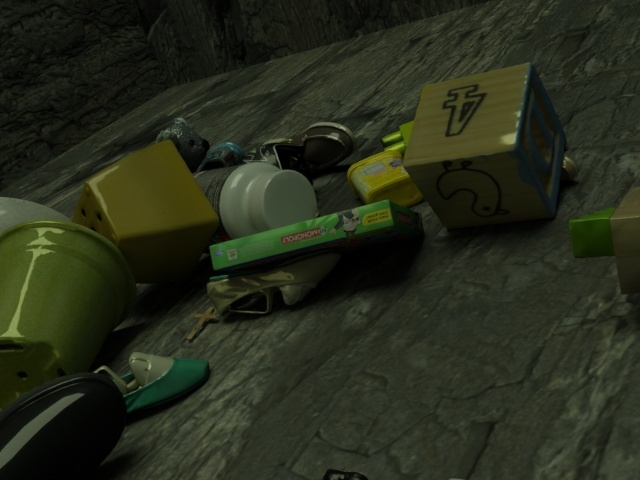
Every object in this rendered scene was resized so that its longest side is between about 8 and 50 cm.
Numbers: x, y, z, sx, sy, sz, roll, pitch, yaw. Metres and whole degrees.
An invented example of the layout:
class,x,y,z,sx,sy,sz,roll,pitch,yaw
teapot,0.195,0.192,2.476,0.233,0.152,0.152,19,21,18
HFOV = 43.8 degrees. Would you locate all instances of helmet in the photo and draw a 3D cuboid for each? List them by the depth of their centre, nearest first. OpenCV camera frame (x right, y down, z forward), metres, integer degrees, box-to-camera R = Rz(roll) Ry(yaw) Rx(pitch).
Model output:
class,x,y,z,sx,sy,sz,roll,pitch,yaw
helmet,-0.104,-0.137,1.760,0.161,0.170,0.169,-17,15,-38

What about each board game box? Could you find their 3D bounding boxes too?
class,x,y,z,sx,sy,sz,roll,pitch,yaw
board game box,0.000,0.000,1.366,0.317,0.046,0.213,-14,-8,19

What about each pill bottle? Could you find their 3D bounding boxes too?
class,x,y,z,sx,sy,sz,roll,pitch,yaw
pill bottle,-0.155,-0.063,1.583,0.176,0.176,0.318,-38,21,-34

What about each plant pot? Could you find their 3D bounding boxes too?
class,x,y,z,sx,sy,sz,roll,pitch,yaw
plant pot,-0.475,0.148,1.358,0.275,0.276,0.254,-17,34,12
plant pot,-0.352,-0.038,1.531,0.187,0.212,0.212,-16,-25,-39

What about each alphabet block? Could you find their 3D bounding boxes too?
class,x,y,z,sx,sy,sz,roll,pitch,yaw
alphabet block,0.280,-0.154,1.339,0.197,0.192,0.194,-7,49,35

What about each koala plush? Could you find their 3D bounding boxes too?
class,x,y,z,sx,sy,sz,roll,pitch,yaw
koala plush,-0.344,-0.198,2.039,0.203,0.221,0.196,-15,23,17

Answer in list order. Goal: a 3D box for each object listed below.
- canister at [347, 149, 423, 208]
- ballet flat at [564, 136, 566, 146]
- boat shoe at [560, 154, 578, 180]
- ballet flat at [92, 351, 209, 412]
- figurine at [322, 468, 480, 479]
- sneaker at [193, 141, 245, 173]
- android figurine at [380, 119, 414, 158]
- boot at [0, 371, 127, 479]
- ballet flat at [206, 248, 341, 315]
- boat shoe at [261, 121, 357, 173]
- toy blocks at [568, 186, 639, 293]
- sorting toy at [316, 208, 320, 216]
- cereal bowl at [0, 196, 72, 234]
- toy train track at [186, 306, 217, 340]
class,x,y,z,sx,sy,sz,roll,pitch,yaw
canister,0.131,-0.115,1.613,0.126,0.073,0.170,-22,23,-1
ballet flat,0.371,-0.188,1.566,0.213,0.068,0.072,-12,24,22
boat shoe,0.380,-0.122,1.428,0.059,0.063,0.170,-45,29,-21
ballet flat,-0.291,0.221,1.205,0.247,0.087,0.083,-25,22,-9
figurine,0.062,0.314,0.689,0.214,0.092,0.209,-6,34,32
sneaker,-0.277,-0.109,1.800,0.262,0.104,0.125,-54,3,21
android figurine,0.273,-0.246,1.806,0.272,0.056,0.248,-20,22,6
boot,-0.342,0.349,0.873,0.367,0.146,0.445,-36,22,-13
ballet flat,-0.076,0.080,1.353,0.248,0.086,0.086,-14,23,20
boat shoe,-0.052,-0.205,1.939,0.324,0.117,0.097,-5,32,44
toy blocks,0.529,-0.032,0.966,0.381,0.191,0.261,-6,15,32
sorting toy,-0.043,-0.062,1.643,0.044,0.075,0.083,-10,24,26
cereal bowl,-0.620,0.078,1.566,0.338,0.339,0.141,-18,47,9
toy train track,-0.208,0.149,1.396,0.048,0.014,0.083,0,35,28
